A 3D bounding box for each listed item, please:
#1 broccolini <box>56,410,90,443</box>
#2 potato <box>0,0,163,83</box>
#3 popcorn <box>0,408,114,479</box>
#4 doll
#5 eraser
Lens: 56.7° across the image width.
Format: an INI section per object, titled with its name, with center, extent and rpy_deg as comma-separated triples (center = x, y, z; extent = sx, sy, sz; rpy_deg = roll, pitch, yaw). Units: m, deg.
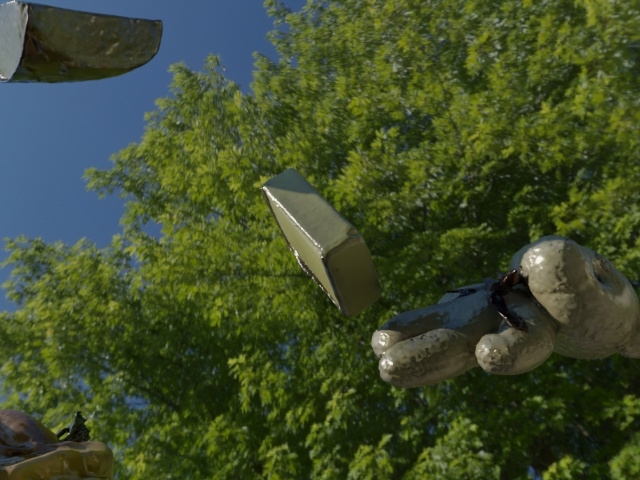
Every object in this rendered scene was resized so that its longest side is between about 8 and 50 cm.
[broccolini]
center = -0.439, 0.355, 0.823
extent = 0.062, 0.271, 0.123
rpy_deg = 27, -50, 23
[potato]
center = -0.366, -0.303, 0.929
extent = 0.255, 0.269, 0.112
rpy_deg = -12, -67, -38
[popcorn]
center = -0.345, 0.337, 0.604
extent = 0.348, 0.382, 0.349
rpy_deg = 2, -107, -7
[doll]
center = 0.186, 0.075, 0.627
extent = 0.278, 0.175, 0.149
rpy_deg = -20, -47, 0
[eraser]
center = 0.000, 0.000, 0.714
extent = 0.058, 0.172, 0.117
rpy_deg = -31, -47, -11
